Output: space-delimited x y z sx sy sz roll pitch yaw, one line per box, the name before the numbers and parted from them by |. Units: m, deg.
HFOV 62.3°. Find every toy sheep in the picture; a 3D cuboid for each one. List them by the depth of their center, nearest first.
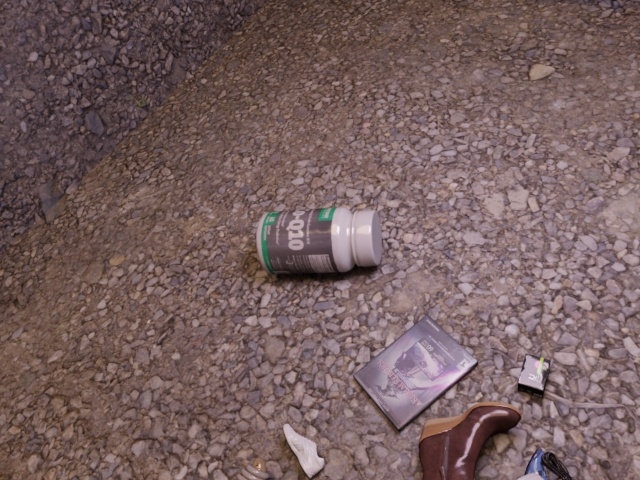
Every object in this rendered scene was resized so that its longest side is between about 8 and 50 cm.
toy sheep | -0.175 0.608 1.321 0.091 0.091 0.132 14 73 28

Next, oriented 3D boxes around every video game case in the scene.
video game case | 0.250 0.346 1.414 0.274 0.026 0.196 -36 50 -11

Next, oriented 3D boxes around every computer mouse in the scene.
computer mouse | 0.450 0.532 1.116 0.193 0.042 0.106 -25 60 -11

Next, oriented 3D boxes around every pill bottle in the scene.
pill bottle | 0.000 0.000 1.655 0.361 0.204 0.204 -3 53 17

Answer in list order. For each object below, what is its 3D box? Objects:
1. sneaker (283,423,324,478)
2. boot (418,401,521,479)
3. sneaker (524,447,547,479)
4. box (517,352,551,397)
sneaker | -0.045 0.532 1.359 0.061 0.053 0.152 -29 55 -17
boot | 0.342 0.480 1.197 0.248 0.090 0.207 -20 24 21
sneaker | 0.480 0.535 1.169 0.059 0.053 0.144 14 64 21
box | 0.528 0.333 1.307 0.062 0.052 0.083 12 60 27
